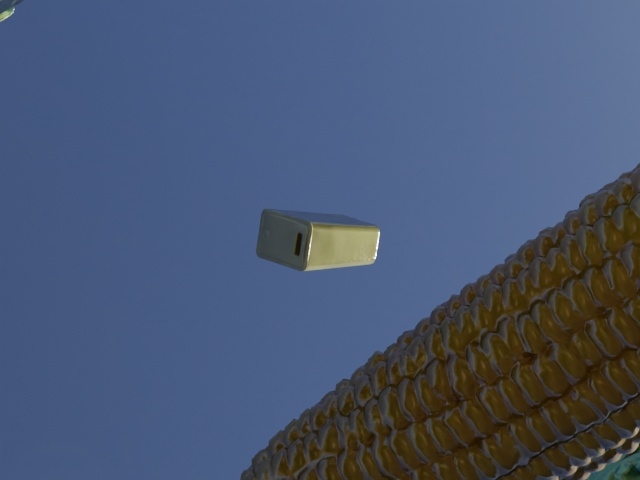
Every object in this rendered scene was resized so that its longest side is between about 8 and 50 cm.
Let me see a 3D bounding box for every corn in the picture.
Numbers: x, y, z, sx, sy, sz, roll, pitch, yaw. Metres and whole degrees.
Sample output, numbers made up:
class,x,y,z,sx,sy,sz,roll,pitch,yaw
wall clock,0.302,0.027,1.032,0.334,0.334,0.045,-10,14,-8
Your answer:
class,x,y,z,sx,sy,sz,roll,pitch,yaw
corn,0.107,0.066,0.782,0.120,0.363,0.120,50,-163,-21

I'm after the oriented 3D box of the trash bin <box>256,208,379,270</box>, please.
class,x,y,z,sx,sy,sz,roll,pitch,yaw
trash bin,0.000,0.000,1.311,0.092,0.061,0.043,1,-78,-47

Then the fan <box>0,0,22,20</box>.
class,x,y,z,sx,sy,sz,roll,pitch,yaw
fan,-0.201,-0.199,1.047,0.240,0.131,0.009,-42,-48,0

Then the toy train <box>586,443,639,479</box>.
class,x,y,z,sx,sy,sz,roll,pitch,yaw
toy train,0.285,0.190,1.271,0.203,0.163,0.112,-43,-75,-14
